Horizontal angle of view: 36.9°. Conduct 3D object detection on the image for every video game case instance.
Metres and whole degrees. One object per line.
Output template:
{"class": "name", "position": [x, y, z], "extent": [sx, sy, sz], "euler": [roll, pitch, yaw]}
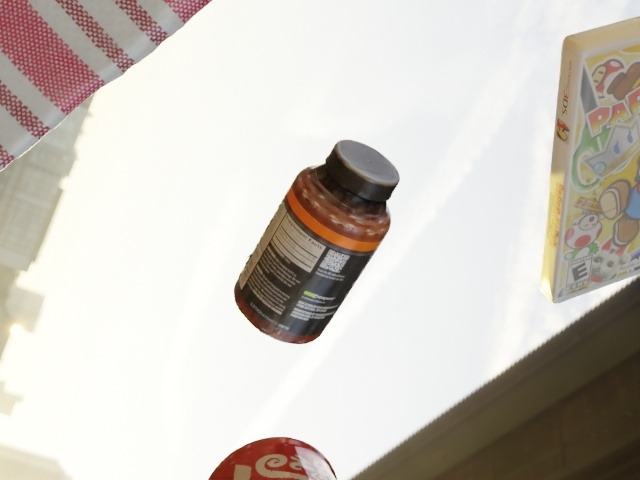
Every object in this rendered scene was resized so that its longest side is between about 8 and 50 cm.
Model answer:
{"class": "video game case", "position": [0.260, -0.070, 0.663], "extent": [0.026, 0.227, 0.206], "euler": [-124, -158, -48]}

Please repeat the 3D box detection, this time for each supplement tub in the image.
{"class": "supplement tub", "position": [0.000, 0.000, 0.931], "extent": [0.197, 0.106, 0.106], "euler": [-58, -159, 28]}

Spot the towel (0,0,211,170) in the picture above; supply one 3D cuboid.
{"class": "towel", "position": [-0.109, -0.116, 0.328], "extent": [0.197, 0.144, 0.029], "euler": [-40, -169, -5]}

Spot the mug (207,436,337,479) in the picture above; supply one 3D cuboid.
{"class": "mug", "position": [0.000, 0.232, 0.685], "extent": [0.113, 0.150, 0.169], "euler": [-57, -159, 0]}
